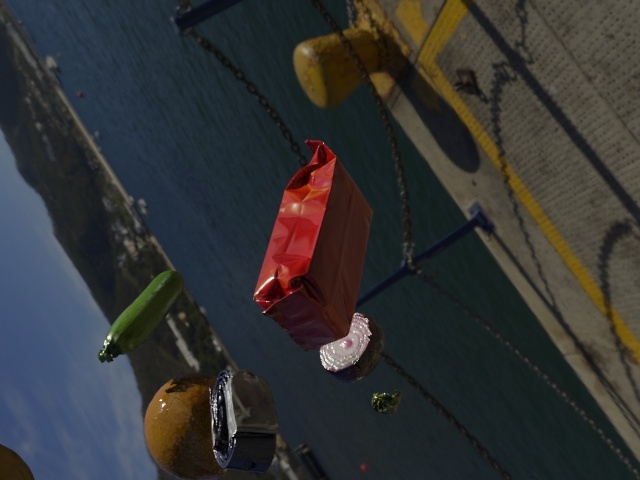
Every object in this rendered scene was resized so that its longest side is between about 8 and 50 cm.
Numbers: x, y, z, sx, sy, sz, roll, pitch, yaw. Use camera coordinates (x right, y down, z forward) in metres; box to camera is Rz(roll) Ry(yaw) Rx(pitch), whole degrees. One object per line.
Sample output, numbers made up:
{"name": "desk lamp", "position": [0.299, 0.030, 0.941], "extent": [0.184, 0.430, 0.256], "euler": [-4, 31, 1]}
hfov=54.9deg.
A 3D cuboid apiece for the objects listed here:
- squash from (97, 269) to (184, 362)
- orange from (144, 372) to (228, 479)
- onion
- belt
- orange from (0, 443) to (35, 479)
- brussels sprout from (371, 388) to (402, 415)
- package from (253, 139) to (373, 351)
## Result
{"name": "squash", "position": [-0.474, 0.201, 1.662], "extent": [0.101, 0.101, 0.378], "euler": [63, -152, -20]}
{"name": "orange", "position": [-0.312, 0.475, 1.572], "extent": [0.274, 0.274, 0.274], "euler": [53, 166, 19]}
{"name": "onion", "position": [0.068, 0.289, 1.705], "extent": [0.218, 0.195, 0.140], "euler": [15, 163, 39]}
{"name": "belt", "position": [-0.175, 0.379, 1.315], "extent": [0.139, 0.126, 0.230], "euler": [-60, 28, 27]}
{"name": "orange", "position": [-0.559, 0.417, 0.918], "extent": [0.235, 0.279, 0.279], "euler": [-81, -31, -60]}
{"name": "brussels sprout", "position": [0.166, 0.409, 1.555], "extent": [0.058, 0.085, 0.085], "euler": [-93, -14, -48]}
{"name": "package", "position": [-0.001, 0.001, 1.242], "extent": [0.123, 0.423, 0.196], "euler": [-7, 141, 28]}
